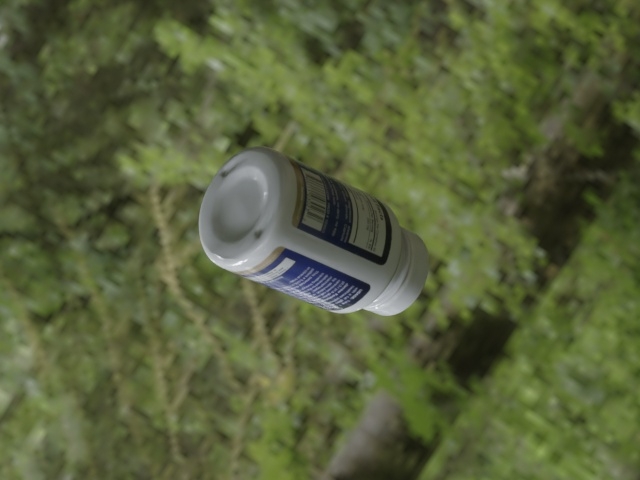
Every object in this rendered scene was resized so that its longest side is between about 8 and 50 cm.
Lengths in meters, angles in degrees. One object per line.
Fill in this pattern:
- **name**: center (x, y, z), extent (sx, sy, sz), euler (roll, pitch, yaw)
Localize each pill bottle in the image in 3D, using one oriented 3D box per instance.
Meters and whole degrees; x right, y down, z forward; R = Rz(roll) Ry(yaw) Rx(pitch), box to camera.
- **pill bottle**: center (0.000, 0.000, 1.473), extent (0.169, 0.094, 0.094), euler (24, -167, -41)
